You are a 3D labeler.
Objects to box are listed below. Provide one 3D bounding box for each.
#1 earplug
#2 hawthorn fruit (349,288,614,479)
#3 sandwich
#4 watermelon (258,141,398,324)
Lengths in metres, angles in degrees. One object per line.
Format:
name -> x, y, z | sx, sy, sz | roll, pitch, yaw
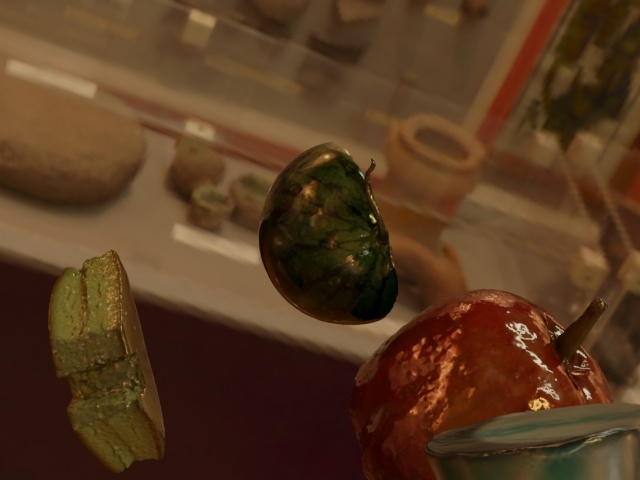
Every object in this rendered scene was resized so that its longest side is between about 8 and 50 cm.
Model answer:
earplug -> 0.198, 0.304, 1.161 | 0.185, 0.324, 0.185 | -9, 1, 0
hawthorn fruit -> 0.194, 0.178, 1.569 | 0.287, 0.330, 0.287 | 33, 24, -16
sandwich -> -0.231, 0.140, 1.578 | 0.090, 0.244, 0.088 | -13, 8, 6
watermelon -> -0.002, 0.001, 1.611 | 0.127, 0.204, 0.232 | -14, 15, -14
